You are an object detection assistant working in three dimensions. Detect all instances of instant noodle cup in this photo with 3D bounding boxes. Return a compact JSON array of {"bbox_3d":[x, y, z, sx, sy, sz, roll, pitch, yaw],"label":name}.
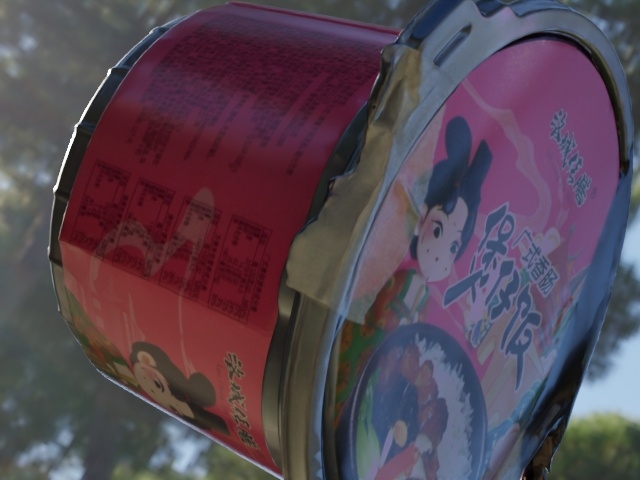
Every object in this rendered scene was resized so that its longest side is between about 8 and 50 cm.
[{"bbox_3d":[0.000,0.000,0.816,0.181,0.258,0.302,20,-49,31],"label":"instant noodle cup"}]
